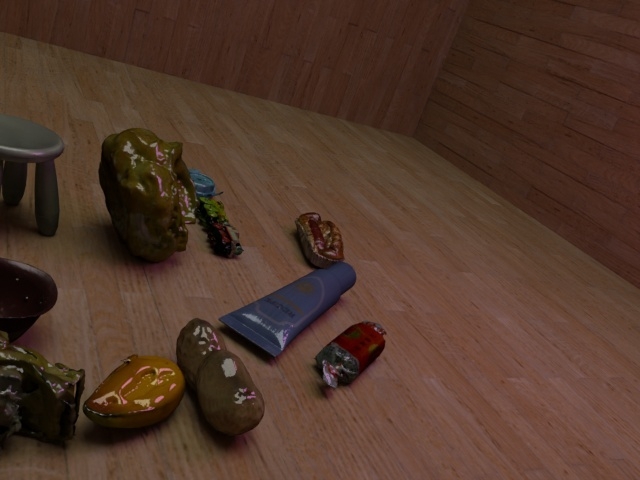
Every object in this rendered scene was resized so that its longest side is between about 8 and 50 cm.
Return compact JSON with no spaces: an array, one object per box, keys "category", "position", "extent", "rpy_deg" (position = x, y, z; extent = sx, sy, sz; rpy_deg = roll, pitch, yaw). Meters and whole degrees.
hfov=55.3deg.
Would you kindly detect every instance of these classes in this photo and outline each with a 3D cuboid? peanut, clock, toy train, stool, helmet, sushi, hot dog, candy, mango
[{"category":"peanut","position":[-0.160,0.207,0.939],"extent":[0.085,0.104,0.228],"rpy_deg":[-6,31,-36]},{"category":"clock","position":[-0.341,-0.152,1.711],"extent":[0.147,0.045,0.108],"rpy_deg":[32,25,26]},{"category":"toy train","position":[-0.250,-0.035,1.504],"extent":[0.085,0.053,0.250],"rpy_deg":[15,22,-31]},{"category":"stool","position":[-0.619,-0.124,1.183],"extent":[0.195,0.199,0.195],"rpy_deg":[33,22,27]},{"category":"helmet","position":[-0.483,0.099,0.892],"extent":[0.155,0.106,0.175],"rpy_deg":[35,20,8]},{"category":"sushi","position":[-0.433,0.173,0.730],"extent":[0.291,0.139,0.131],"rpy_deg":[17,29,-15]},{"category":"hot dog","position":[0.000,0.000,1.626],"extent":[0.131,0.069,0.253],"rpy_deg":[15,23,-16]},{"category":"candy","position":[0.063,0.214,1.186],"extent":[0.086,0.059,0.292],"rpy_deg":[32,24,19]},{"category":"mango","position":[-0.258,0.217,0.862],"extent":[0.101,0.066,0.187],"rpy_deg":[38,18,13]}]

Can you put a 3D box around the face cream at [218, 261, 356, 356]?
[{"category":"face cream","position":[-0.040,0.129,1.270],"extent":[0.135,0.086,0.385],"rpy_deg":[29,28,21]}]

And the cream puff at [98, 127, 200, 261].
[{"category":"cream puff","position":[-0.343,-0.101,1.279],"extent":[0.185,0.282,0.282],"rpy_deg":[-19,41,-32]}]
